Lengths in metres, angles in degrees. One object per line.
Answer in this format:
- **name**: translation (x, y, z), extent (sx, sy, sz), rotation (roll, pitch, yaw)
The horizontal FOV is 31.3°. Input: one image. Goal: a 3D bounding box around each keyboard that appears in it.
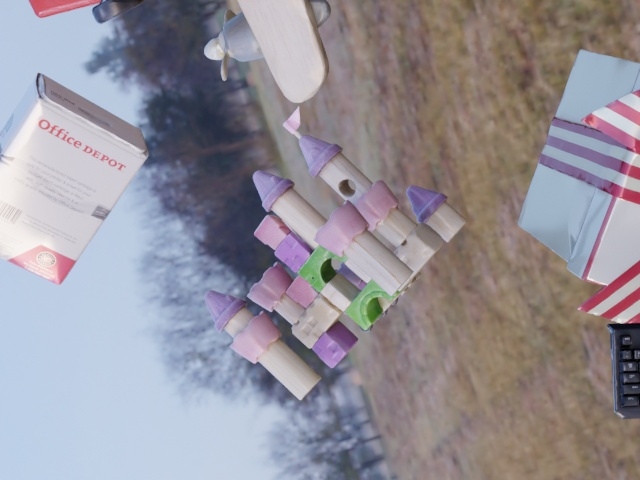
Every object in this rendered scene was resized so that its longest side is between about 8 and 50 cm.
- **keyboard**: translation (0.328, 0.090, 0.942), extent (0.023, 0.180, 0.108), rotation (134, 134, -81)

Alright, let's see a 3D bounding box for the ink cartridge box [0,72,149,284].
- **ink cartridge box**: translation (-0.343, -0.077, 1.443), extent (0.159, 0.218, 0.092), rotation (29, -162, -27)

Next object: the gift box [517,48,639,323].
- **gift box**: translation (0.355, -0.053, 1.195), extent (0.258, 0.276, 0.255), rotation (-125, 46, -72)

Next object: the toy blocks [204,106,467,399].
- **toy blocks**: translation (0.000, 0.000, 1.557), extent (0.260, 0.288, 0.309), rotation (42, -147, 7)

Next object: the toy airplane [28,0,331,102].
- **toy airplane**: translation (-0.124, -0.396, 1.339), extent (0.272, 0.385, 0.386), rotation (-125, 53, -75)
